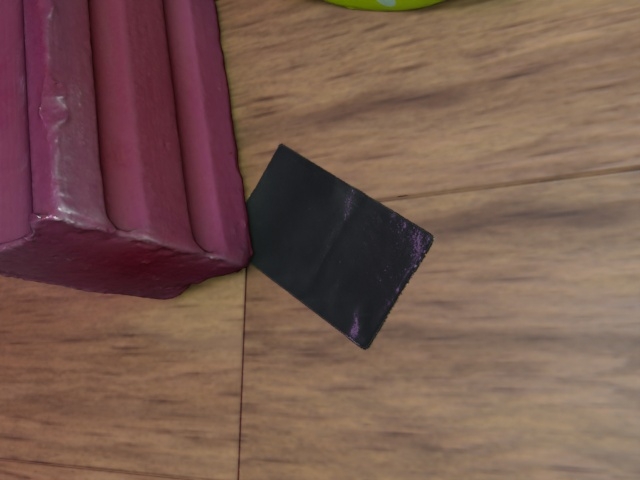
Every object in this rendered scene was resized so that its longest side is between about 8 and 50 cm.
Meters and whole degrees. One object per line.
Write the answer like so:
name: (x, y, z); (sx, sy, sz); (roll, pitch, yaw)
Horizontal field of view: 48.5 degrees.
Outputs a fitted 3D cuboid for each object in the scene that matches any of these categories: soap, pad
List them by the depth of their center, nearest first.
pad: (0.000, 0.000, 0.648); (0.193, 0.004, 0.116); (34, 98, 31)
soap: (-0.195, -0.141, 0.658); (0.128, 0.233, 0.360); (-21, 68, 28)

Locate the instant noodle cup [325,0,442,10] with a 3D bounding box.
instant noodle cup: (0.026, -0.362, 0.562); (0.311, 0.311, 0.222); (16, 77, 32)
